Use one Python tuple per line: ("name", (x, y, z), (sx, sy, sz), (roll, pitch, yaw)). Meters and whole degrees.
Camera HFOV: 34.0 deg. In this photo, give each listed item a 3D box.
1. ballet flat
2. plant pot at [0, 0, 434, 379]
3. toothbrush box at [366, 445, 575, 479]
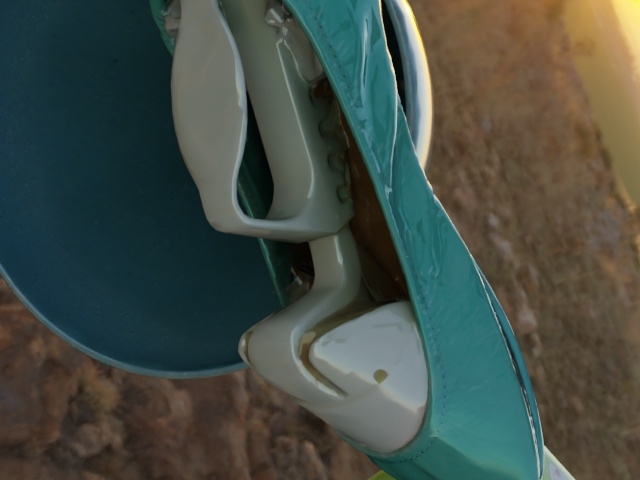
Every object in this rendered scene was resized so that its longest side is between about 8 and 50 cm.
("ballet flat", (0.000, 0.000, 0.355), (0.087, 0.083, 0.247), (-25, 99, -40))
("plant pot", (-0.050, -0.076, 0.658), (0.195, 0.290, 0.290), (-13, 81, -66))
("toothbrush box", (0.046, 0.244, 0.599), (0.122, 0.206, 0.283), (47, 25, -5))
